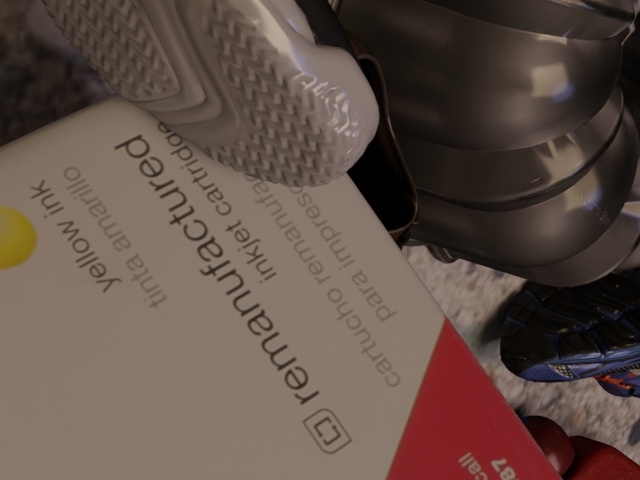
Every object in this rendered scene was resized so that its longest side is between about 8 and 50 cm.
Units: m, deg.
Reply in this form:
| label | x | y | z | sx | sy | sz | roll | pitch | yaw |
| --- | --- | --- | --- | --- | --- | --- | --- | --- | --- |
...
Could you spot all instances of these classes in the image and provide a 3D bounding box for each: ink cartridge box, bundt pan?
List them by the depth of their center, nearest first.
| label | x | y | z | sx | sy | sz | roll | pitch | yaw |
| --- | --- | --- | --- | --- | --- | --- | --- | --- | --- |
| ink cartridge box | -0.119 | 0.144 | 0.449 | 0.385 | 0.279 | 0.160 | -31 | 172 | -29 |
| bundt pan | 0.156 | -0.119 | 0.707 | 0.331 | 0.124 | 0.330 | -23 | 127 | -34 |

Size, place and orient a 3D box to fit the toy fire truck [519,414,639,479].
| label | x | y | z | sx | sy | sz | roll | pitch | yaw |
| --- | --- | --- | --- | --- | --- | --- | --- | --- | --- |
| toy fire truck | 0.145 | 0.259 | 0.896 | 0.302 | 0.169 | 0.254 | -37 | 115 | -25 |

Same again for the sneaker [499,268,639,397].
| label | x | y | z | sx | sy | sz | roll | pitch | yaw |
| --- | --- | --- | --- | --- | --- | --- | --- | --- | --- |
| sneaker | 0.200 | 0.070 | 0.891 | 0.221 | 0.083 | 0.087 | -5 | 123 | -39 |

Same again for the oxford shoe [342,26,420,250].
| label | x | y | z | sx | sy | sz | roll | pitch | yaw |
| --- | --- | --- | --- | --- | --- | --- | --- | --- | --- |
| oxford shoe | 0.000 | 0.000 | 0.642 | 0.083 | 0.096 | 0.227 | -34 | 134 | -29 |

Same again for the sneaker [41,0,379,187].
| label | x | y | z | sx | sy | sz | roll | pitch | yaw |
| --- | --- | --- | --- | --- | --- | --- | --- | --- | --- |
| sneaker | -0.045 | -0.155 | 0.444 | 0.268 | 0.101 | 0.153 | 50 | 60 | -8 |
